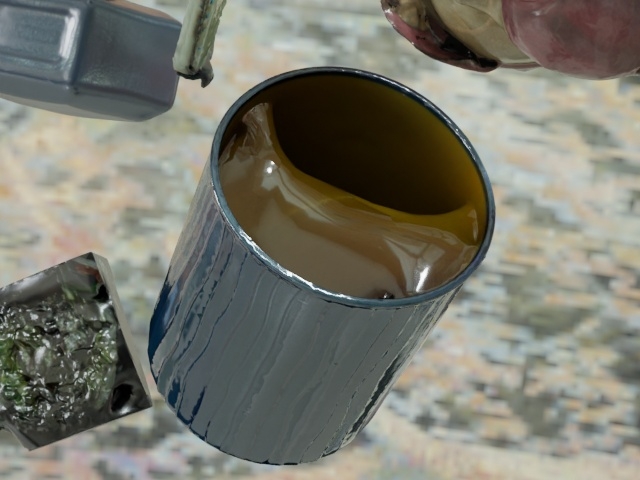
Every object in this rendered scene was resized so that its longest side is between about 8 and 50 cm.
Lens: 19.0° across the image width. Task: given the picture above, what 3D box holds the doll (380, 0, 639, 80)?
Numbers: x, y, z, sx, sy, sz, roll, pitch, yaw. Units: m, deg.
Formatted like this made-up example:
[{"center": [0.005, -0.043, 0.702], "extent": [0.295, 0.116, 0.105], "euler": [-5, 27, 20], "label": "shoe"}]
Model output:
[{"center": [0.150, -0.188, 1.335], "extent": [0.196, 0.152, 0.256], "euler": [13, -1, -17], "label": "doll"}]

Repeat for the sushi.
[{"center": [-0.136, 0.060, 0.966], "extent": [0.085, 0.083, 0.056], "euler": [-21, -3, 1], "label": "sushi"}]

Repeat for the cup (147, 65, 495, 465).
[{"center": [0.006, 0.008, 0.798], "extent": [0.150, 0.138, 0.113], "euler": [-33, 72, -35], "label": "cup"}]

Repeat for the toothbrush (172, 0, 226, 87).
[{"center": [0.000, -0.143, 0.431], "extent": [0.028, 0.294, 0.026], "euler": [24, 45, 8], "label": "toothbrush"}]

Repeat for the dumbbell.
[{"center": [-0.140, -0.237, 1.251], "extent": [0.144, 0.316, 0.156], "euler": [12, -1, -12], "label": "dumbbell"}]
